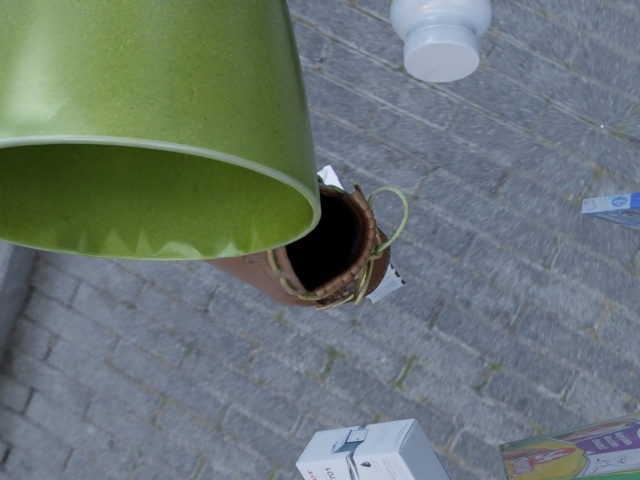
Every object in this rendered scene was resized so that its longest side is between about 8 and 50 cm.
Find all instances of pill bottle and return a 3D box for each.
[{"bbox_3d":[0.121,-0.258,1.054,0.103,0.103,0.184,-5,67,16],"label":"pill bottle"}]

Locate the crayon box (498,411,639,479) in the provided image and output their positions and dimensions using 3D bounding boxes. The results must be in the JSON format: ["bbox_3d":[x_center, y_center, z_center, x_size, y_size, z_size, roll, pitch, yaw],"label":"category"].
[{"bbox_3d":[0.335,0.222,0.957,0.313,0.363,0.106,-16,86,6],"label":"crayon box"}]

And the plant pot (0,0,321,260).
[{"bbox_3d":[-0.133,-0.160,0.757,0.275,0.275,0.293,-3,74,15],"label":"plant pot"}]

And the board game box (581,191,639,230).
[{"bbox_3d":[0.353,-0.032,1.151,0.090,0.090,0.020,13,81,-27],"label":"board game box"}]

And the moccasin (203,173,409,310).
[{"bbox_3d":[0.001,-0.003,1.048,0.147,0.380,0.139,12,79,23],"label":"moccasin"}]

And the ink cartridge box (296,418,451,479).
[{"bbox_3d":[0.081,0.350,1.548,0.191,0.082,0.139,-16,113,35],"label":"ink cartridge box"}]

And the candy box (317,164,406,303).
[{"bbox_3d":[0.051,-0.007,1.670,0.070,0.196,0.165,-31,64,6],"label":"candy box"}]
